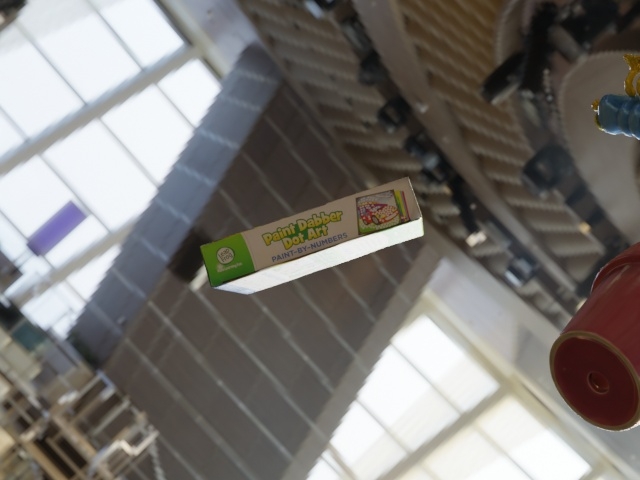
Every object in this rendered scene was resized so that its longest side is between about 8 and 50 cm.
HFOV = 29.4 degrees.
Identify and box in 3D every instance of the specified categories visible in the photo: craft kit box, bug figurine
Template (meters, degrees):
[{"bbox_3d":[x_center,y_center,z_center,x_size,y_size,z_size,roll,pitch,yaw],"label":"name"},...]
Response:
[{"bbox_3d":[0.000,0.000,1.451,0.250,0.246,0.061,41,33,-84],"label":"craft kit box"},{"bbox_3d":[0.361,-0.045,1.047,0.279,0.072,0.216,39,-8,-28],"label":"bug figurine"}]

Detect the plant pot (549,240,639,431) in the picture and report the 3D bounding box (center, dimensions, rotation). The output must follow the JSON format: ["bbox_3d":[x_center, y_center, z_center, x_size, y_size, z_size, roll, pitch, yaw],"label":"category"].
[{"bbox_3d":[0.369,0.121,1.403,0.201,0.180,0.201,30,-46,36],"label":"plant pot"}]
